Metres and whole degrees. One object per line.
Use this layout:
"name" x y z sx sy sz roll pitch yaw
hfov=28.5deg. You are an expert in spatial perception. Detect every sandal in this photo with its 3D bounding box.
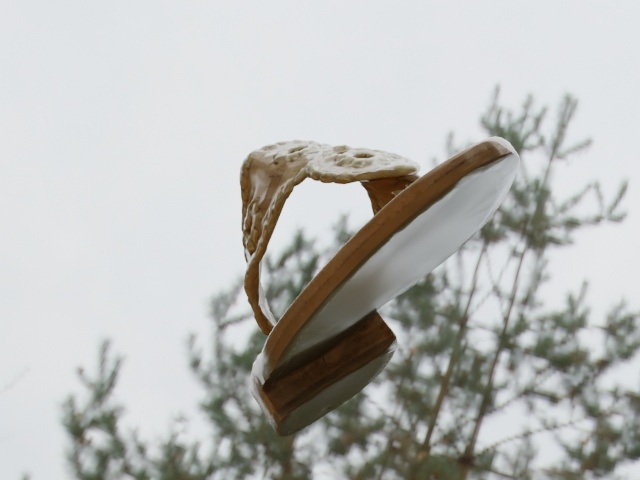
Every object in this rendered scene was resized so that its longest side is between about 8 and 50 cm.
"sandal" -0.005 0.003 0.468 0.079 0.088 0.240 54 -21 15
